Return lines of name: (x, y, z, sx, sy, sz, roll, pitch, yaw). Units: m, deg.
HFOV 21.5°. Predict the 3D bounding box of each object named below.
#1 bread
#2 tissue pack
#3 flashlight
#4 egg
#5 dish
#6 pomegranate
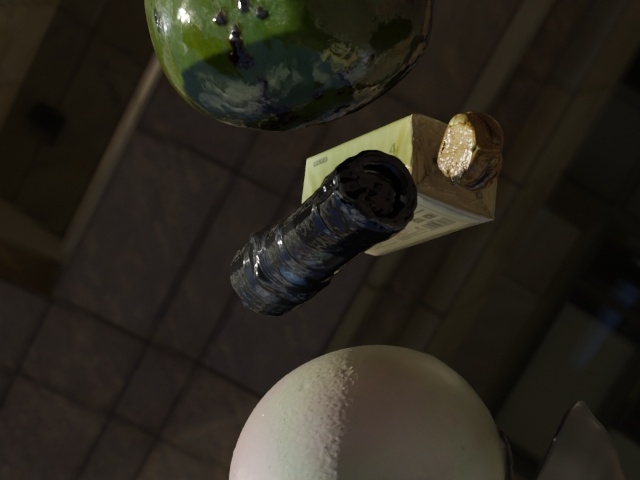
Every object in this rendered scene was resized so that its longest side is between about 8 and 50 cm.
bread: (0.155, -0.093, 1.735, 0.046, 0.083, 0.081, 0, 168, -34)
tissue pack: (0.107, -0.071, 2.282, 0.159, 0.125, 0.234, 17, 157, -35)
flashlight: (0.000, 0.000, 1.759, 0.103, 0.103, 0.424, 25, 162, -10)
egg: (0.039, 0.325, 2.116, 0.354, 0.354, 0.340, 33, -162, 12)
dish: (0.270, 0.334, 1.828, 0.106, 0.316, 0.316, 22, -164, 16)
pomegranate: (-0.041, -0.255, 1.593, 0.291, 0.291, 0.323, 55, 167, 52)
